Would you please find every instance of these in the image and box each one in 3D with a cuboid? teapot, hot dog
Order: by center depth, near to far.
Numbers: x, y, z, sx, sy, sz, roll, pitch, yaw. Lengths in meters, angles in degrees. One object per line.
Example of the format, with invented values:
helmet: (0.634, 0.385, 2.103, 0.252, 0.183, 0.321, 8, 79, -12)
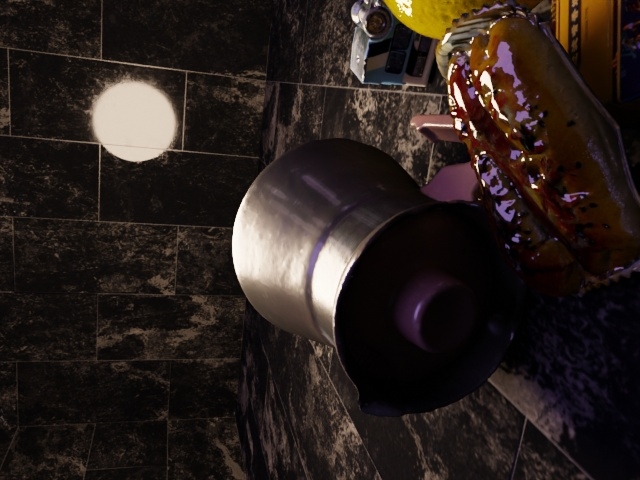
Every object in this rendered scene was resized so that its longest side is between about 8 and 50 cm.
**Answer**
hot dog: (0.184, -0.071, 0.473, 0.270, 0.081, 0.162, 63, 164, -2)
teapot: (0.085, 0.003, 0.708, 0.376, 0.305, 0.361, -57, 29, 1)

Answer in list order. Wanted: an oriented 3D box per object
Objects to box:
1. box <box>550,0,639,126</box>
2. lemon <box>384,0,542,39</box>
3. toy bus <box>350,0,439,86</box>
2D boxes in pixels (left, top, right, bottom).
box: (0.272, -0.181, 0.395, 0.237, 0.070, 0.152, 174, 98, -72)
lemon: (0.155, -0.314, 0.578, 0.231, 0.192, 0.192, -9, 75, 34)
toy bus: (0.128, -0.385, 0.810, 0.106, 0.131, 0.297, -107, 26, -56)
